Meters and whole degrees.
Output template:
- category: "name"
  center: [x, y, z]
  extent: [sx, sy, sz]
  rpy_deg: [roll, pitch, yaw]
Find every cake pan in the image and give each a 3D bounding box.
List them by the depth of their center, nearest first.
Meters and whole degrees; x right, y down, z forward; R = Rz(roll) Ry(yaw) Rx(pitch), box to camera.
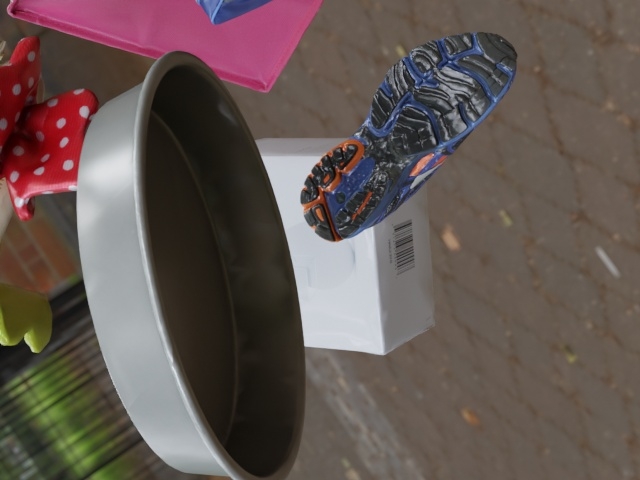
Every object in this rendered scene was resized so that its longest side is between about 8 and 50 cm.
- category: "cake pan"
  center: [-0.080, 0.023, 0.918]
  extent: [0.293, 0.054, 0.293]
  rpy_deg: [-12, -90, -76]

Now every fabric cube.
- category: "fabric cube"
  center: [-0.111, -0.332, 1.233]
  extent: [0.254, 0.259, 0.258]
  rpy_deg: [129, 152, -53]

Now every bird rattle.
- category: "bird rattle"
  center: [-0.247, -0.050, 1.013]
  extent: [0.207, 0.143, 0.253]
  rpy_deg: [-106, 30, -53]

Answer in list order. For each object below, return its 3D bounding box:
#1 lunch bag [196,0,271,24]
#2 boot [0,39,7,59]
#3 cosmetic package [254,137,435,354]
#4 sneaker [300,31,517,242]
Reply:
- category: "lunch bag"
  center: [-0.026, -0.151, 0.677]
  extent: [0.065, 0.098, 0.067]
  rpy_deg: [54, 148, 9]
- category: "boot"
  center: [-0.294, -0.146, 1.073]
  extent: [0.165, 0.213, 0.077]
  rpy_deg: [-26, 104, 37]
- category: "cosmetic package"
  center: [0.000, 0.000, 1.604]
  extent: [0.225, 0.138, 0.224]
  rpy_deg: [3, 103, 31]
- category: "sneaker"
  center: [0.075, -0.089, 1.140]
  extent: [0.083, 0.221, 0.087]
  rpy_deg: [54, -155, 12]
